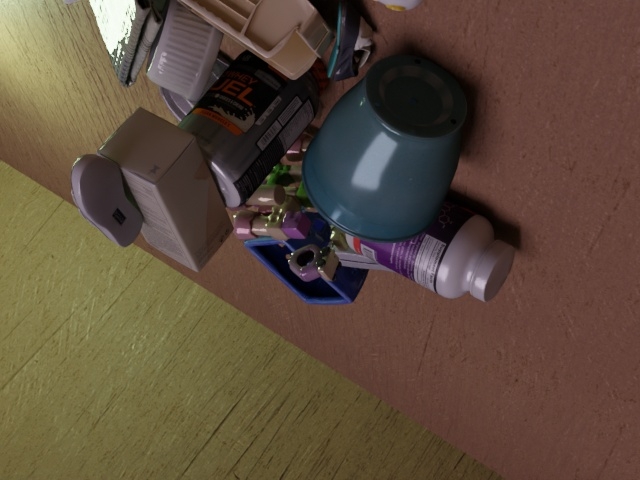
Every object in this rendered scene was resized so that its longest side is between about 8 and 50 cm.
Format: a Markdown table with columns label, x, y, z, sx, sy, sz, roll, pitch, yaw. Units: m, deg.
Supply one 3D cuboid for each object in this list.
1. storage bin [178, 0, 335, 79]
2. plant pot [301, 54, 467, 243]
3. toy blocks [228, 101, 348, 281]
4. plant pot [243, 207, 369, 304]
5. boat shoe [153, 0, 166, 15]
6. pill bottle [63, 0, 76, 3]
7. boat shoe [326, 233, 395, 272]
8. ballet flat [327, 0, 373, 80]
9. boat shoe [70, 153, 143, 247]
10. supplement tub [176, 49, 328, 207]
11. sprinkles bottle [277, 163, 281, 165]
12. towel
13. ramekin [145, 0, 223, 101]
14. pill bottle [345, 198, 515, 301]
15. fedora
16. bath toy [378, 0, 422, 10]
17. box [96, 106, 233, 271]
| label | x | y | z | sx | sy | sz | roll | pitch | yaw |
| --- | --- | --- | --- | --- | --- | --- | --- | --- | --- |
| storage bin | -0.121 | -0.396 | 1.776 | 0.260 | 0.123 | 0.262 | 35 | -175 | 6 |
| plant pot | 0.126 | -0.176 | 1.826 | 0.272 | 0.271 | 0.255 | 34 | 145 | 7 |
| toy blocks | -0.099 | -0.107 | 2.240 | 0.260 | 0.288 | 0.309 | 1 | 145 | 33 |
| plant pot | 0.000 | 0.000 | 2.464 | 0.236 | 0.212 | 0.236 | 44 | 160 | -18 |
| boat shoe | -0.336 | -0.474 | 2.133 | 0.113 | 0.103 | 0.302 | 42 | 159 | -7 |
| pill bottle | -0.568 | -0.601 | 2.230 | 0.112 | 0.112 | 0.186 | 17 | 151 | 45 |
| boat shoe | 0.182 | 0.006 | 2.298 | 0.335 | 0.119 | 0.121 | 9 | 162 | 6 |
| ballet flat | 0.055 | -0.347 | 1.826 | 0.074 | 0.074 | 0.203 | 33 | 155 | 11 |
| boat shoe | -0.391 | -0.079 | 1.843 | 0.088 | 0.096 | 0.267 | 28 | 166 | 19 |
| supplement tub | -0.134 | -0.235 | 2.013 | 0.194 | 0.316 | 0.193 | 32 | 159 | 14 |
| sprinkles bottle | -0.255 | -0.187 | 2.612 | 0.355 | 0.121 | 0.121 | 20 | 154 | 40 |
| towel | -0.398 | -0.503 | 2.050 | 0.312 | 0.056 | 0.324 | 69 | 158 | 11 |
| ramekin | -0.259 | -0.379 | 2.009 | 0.109 | 0.207 | 0.207 | 17 | 165 | -16 |
| pill bottle | 0.223 | -0.001 | 2.133 | 0.323 | 0.181 | 0.181 | 27 | 158 | 25 |
| fedora | -0.254 | -0.312 | 2.327 | 0.275 | 0.124 | 0.244 | 49 | 158 | -29 |
| bath toy | 0.013 | -0.456 | 1.570 | 0.348 | 0.151 | 0.129 | 28 | 123 | 23 |
| box | -0.279 | -0.087 | 1.935 | 0.148 | 0.121 | 0.311 | 30 | 158 | 22 |
